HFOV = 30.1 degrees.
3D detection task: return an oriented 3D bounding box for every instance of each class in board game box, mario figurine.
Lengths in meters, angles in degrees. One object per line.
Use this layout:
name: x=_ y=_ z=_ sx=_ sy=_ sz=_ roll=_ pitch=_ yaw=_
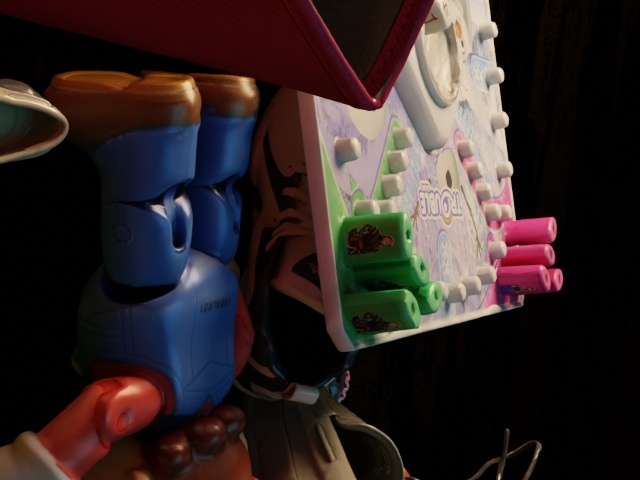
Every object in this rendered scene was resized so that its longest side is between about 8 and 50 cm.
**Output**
board game box: x=0.083 y=-0.136 z=0.835 sx=0.390 sy=0.050 sz=0.389 roll=-2 pitch=85 yaw=-66
mario figurine: x=-0.119 y=0.065 z=0.673 sx=0.198 sy=0.170 sz=0.320 roll=-2 pitch=100 yaw=-30

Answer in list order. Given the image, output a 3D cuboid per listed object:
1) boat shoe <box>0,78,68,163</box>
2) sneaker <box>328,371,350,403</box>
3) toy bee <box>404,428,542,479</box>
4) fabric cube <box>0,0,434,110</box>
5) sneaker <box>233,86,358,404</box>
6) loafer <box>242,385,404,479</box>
boat shoe: x=-0.170 y=-0.050 z=0.528 sx=0.137 sy=0.043 sz=0.049 roll=-16 pitch=122 yaw=-61
sneaker: x=0.001 y=0.089 z=1.002 sx=0.057 sy=0.047 sz=0.119 roll=28 pitch=72 yaw=-60
toy bee: x=0.038 y=0.260 z=1.102 sx=0.298 sy=0.162 sz=0.195 roll=-55 pitch=-174 yaw=-8
fabric cube: x=-0.080 y=-0.226 z=0.341 sx=0.259 sy=0.258 sz=0.254 roll=-66 pitch=156 yaw=-15
sneaker: x=0.000 y=0.000 z=0.780 sx=0.234 sy=0.094 sz=0.153 roll=-70 pitch=-159 yaw=1
loafer: x=0.004 y=0.167 z=0.837 sx=0.319 sy=0.112 sz=0.112 roll=-94 pitch=171 yaw=-66
